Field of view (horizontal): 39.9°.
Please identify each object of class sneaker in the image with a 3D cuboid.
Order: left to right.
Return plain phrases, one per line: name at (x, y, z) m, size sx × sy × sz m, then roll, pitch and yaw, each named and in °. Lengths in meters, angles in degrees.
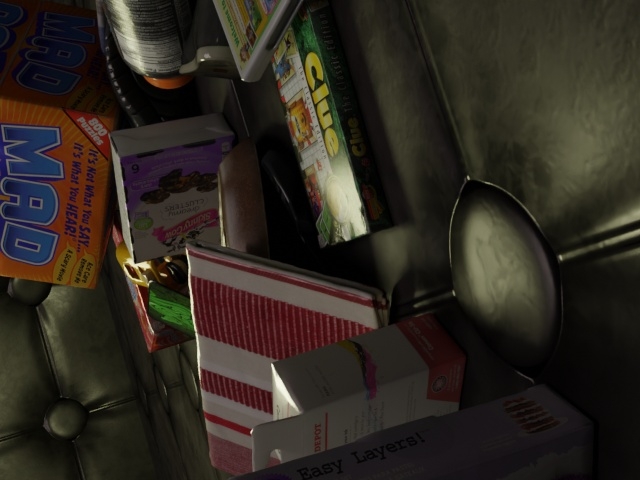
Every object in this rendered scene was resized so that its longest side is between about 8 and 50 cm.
sneaker at (-0.267, -0.217, 1.396) m, size 0.139 × 0.125 × 0.341 m, roll -171°, pitch 69°, yaw -72°
sneaker at (-0.121, -0.262, 1.073) m, size 0.222 × 0.083 × 0.118 m, roll -168°, pitch 81°, yaw -73°

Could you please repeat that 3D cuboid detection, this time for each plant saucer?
plant saucer at (-0.097, 0.026, 1.109) m, size 0.310 × 0.050 × 0.311 m, roll 175°, pitch 90°, yaw -81°

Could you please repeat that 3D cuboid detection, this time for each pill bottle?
pill bottle at (-0.215, -0.300, 1.160) m, size 0.246 × 0.130 × 0.130 m, roll 92°, pitch 156°, yaw -68°

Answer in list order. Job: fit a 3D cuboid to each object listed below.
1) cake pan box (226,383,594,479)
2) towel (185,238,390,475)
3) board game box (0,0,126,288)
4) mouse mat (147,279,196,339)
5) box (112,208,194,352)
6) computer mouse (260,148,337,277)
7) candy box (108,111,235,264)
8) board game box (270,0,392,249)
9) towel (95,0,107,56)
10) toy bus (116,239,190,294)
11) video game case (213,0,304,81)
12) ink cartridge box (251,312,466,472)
cake pan box at (0.068, 0.251, 0.633) m, size 0.070 × 0.266 × 0.246 m, roll -141°, pitch 43°, yaw -62°
towel at (-0.035, 0.163, 0.987) m, size 0.237 × 0.037 × 0.329 m, roll 14°, pitch 125°, yaw 23°
board game box at (-0.528, -0.186, 1.538) m, size 0.356 × 0.356 × 0.357 m, roll -94°, pitch 16°, yaw -51°
mouse mat at (-0.198, 0.134, 1.444) m, size 0.189 × 0.007 × 0.153 m, roll 27°, pitch 150°, yaw 2°
box at (-0.295, 0.063, 1.662) m, size 0.123 × 0.128 × 0.257 m, roll 119°, pitch 133°, yaw -62°
computer mouse at (0.000, 0.000, 0.979) m, size 0.242 × 0.041 × 0.071 m, roll 63°, pitch 168°, yaw 13°
candy box at (-0.208, -0.074, 1.278) m, size 0.070 × 0.164 × 0.196 m, roll -122°, pitch 26°, yaw -43°
board game box at (0.000, -0.125, 0.889) m, size 0.136 × 0.030 × 0.260 m, roll -22°, pitch 83°, yaw 66°
towel at (-0.312, -0.457, 1.357) m, size 0.285 × 0.034 × 0.209 m, roll 101°, pitch 176°, yaw -50°
toy bus at (-0.250, 0.037, 1.455) m, size 0.191 × 0.104 × 0.202 m, roll 41°, pitch 150°, yaw 12°
video game case at (-0.064, -0.299, 0.867) m, size 0.193 × 0.023 × 0.212 m, roll -50°, pitch 53°, yaw 49°
ink cartridge box at (0.023, 0.149, 0.776) m, size 0.067 × 0.198 × 0.115 m, roll -127°, pitch 30°, yaw -46°
